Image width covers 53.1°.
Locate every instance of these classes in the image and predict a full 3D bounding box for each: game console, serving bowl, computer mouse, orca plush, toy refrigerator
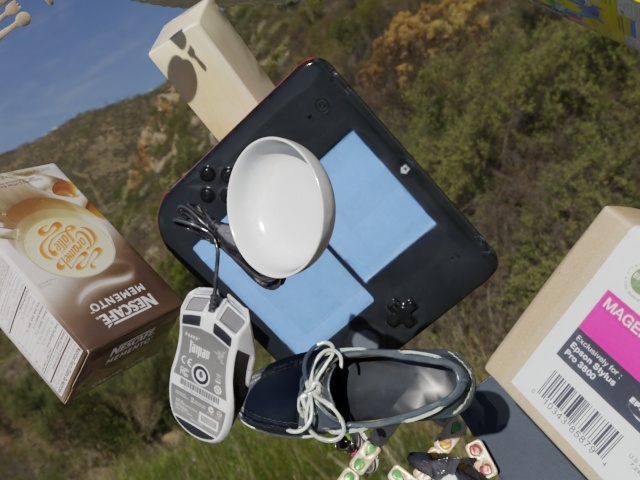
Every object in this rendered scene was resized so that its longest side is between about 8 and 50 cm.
[{"bbox_3d":[0.000,0.000,0.895,0.342,0.386,0.060,-40,9,18],"label":"game console"},{"bbox_3d":[-0.020,-0.020,0.385,0.083,0.083,0.027,-12,-2,43],"label":"serving bowl"},{"bbox_3d":[-0.081,0.072,0.516,0.106,0.193,0.042,22,23,25],"label":"computer mouse"},{"bbox_3d":[0.212,0.410,0.911,0.151,0.287,0.102,-35,5,18],"label":"orca plush"},{"bbox_3d":[-0.121,-0.198,0.927,0.094,0.269,0.102,-24,36,21],"label":"toy refrigerator"}]

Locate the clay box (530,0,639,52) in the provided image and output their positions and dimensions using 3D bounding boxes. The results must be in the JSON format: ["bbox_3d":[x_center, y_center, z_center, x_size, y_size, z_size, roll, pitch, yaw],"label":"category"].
[{"bbox_3d":[0.259,-0.258,0.628,0.053,0.222,0.127,-56,-26,11],"label":"clay box"}]

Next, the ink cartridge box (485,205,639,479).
[{"bbox_3d":[0.280,0.114,0.518,0.088,0.193,0.235,3,34,-42],"label":"ink cartridge box"}]

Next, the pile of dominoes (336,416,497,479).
[{"bbox_3d":[0.143,0.379,1.005,0.251,0.196,0.040,-54,-22,-1],"label":"pile of dominoes"}]

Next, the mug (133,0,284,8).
[{"bbox_3d":[-0.243,-0.567,1.066,0.328,0.374,0.276,-11,-18,-17],"label":"mug"}]

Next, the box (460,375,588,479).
[{"bbox_3d":[0.480,0.312,1.108,0.395,0.293,0.212,-5,-35,-45],"label":"box"}]

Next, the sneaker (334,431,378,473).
[{"bbox_3d":[0.072,0.466,1.454,0.063,0.170,0.075,-16,14,40],"label":"sneaker"}]

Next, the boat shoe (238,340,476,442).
[{"bbox_3d":[0.022,0.149,0.631,0.254,0.095,0.079,-5,-17,20],"label":"boat shoe"}]

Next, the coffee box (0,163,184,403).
[{"bbox_3d":[-0.291,0.038,0.716,0.141,0.246,0.098,-29,-22,-54],"label":"coffee box"}]

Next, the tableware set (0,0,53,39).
[{"bbox_3d":[-0.302,-0.280,0.635,0.154,0.104,0.024,-37,39,2],"label":"tableware set"}]
